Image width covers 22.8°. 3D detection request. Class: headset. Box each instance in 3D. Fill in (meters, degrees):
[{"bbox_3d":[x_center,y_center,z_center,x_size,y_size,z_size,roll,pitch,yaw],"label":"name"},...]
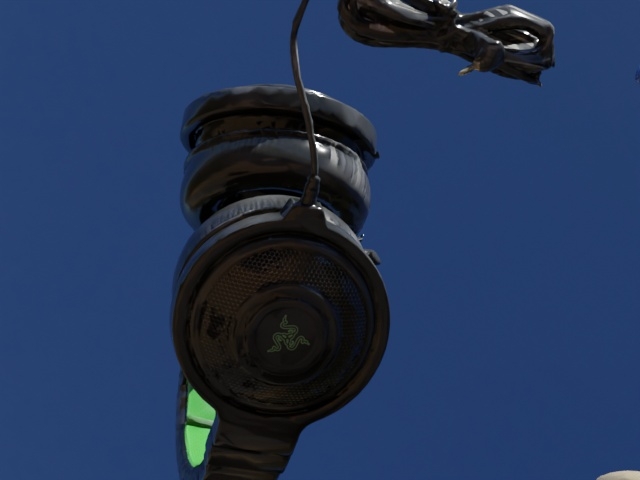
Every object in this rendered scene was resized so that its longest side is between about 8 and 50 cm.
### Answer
[{"bbox_3d":[0.000,0.000,0.993,0.185,0.243,0.394,9,-46,-12],"label":"headset"}]

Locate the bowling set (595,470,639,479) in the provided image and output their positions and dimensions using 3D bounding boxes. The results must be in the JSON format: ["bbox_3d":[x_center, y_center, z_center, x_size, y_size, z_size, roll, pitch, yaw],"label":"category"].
[{"bbox_3d":[0.253,0.324,1.114,0.154,0.200,0.287,0,-57,47],"label":"bowling set"}]

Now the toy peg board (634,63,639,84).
[{"bbox_3d":[0.260,-0.100,0.983,0.161,0.160,0.079,43,-36,-18],"label":"toy peg board"}]
